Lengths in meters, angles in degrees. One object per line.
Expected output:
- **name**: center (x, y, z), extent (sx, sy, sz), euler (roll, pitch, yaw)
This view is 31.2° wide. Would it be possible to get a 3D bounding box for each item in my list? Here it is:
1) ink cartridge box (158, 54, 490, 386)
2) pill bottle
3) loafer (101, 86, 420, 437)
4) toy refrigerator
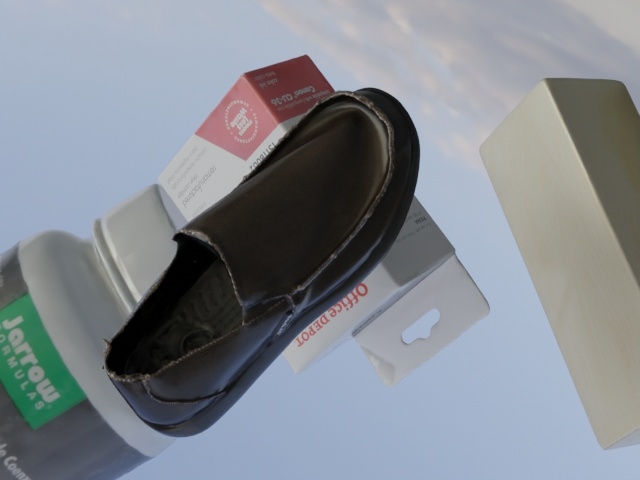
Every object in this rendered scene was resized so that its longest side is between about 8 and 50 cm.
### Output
- **ink cartridge box**: center (0.000, 0.000, 0.712), extent (0.067, 0.115, 0.198), euler (-27, -103, -48)
- **pill bottle**: center (-0.237, 0.119, 0.912), extent (0.204, 0.361, 0.204), euler (58, -179, -1)
- **loafer**: center (-0.030, 0.009, 0.593), extent (0.080, 0.220, 0.078), euler (36, 179, 26)
- **toy refrigerator**: center (0.228, 0.013, 0.883), extent (0.094, 0.102, 0.270), euler (-3, -119, -30)
